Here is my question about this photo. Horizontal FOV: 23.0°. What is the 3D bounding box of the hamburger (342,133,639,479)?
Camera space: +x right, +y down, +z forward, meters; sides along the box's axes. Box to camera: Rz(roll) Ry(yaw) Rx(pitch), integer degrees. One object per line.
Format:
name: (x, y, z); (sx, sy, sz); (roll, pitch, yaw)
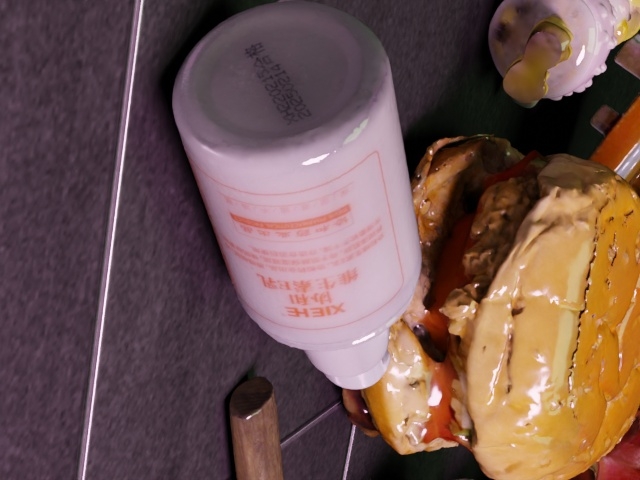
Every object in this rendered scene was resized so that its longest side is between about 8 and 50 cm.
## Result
hamburger: (0.130, 0.048, 1.040); (0.244, 0.163, 0.244); (-46, 147, -42)

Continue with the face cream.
face cream: (0.000, 0.000, 0.791); (0.101, 0.101, 0.251); (-58, 154, -28)

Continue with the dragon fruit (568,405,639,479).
dragon fruit: (0.259, 0.262, 1.452); (0.227, 0.224, 0.224); (-12, 119, -53)

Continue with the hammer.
hammer: (-0.027, 0.227, 0.982); (0.111, 0.043, 0.365); (-49, 147, -42)

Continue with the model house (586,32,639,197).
model house: (0.289, -0.018, 1.221); (0.224, 0.215, 0.198); (-52, 161, 9)

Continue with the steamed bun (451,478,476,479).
steamed bun: (0.081, 0.274, 1.116); (0.228, 0.131, 0.177); (-69, 142, -67)

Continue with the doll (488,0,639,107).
doll: (0.176, -0.152, 1.103); (0.207, 0.081, 0.129); (-39, 160, -55)
